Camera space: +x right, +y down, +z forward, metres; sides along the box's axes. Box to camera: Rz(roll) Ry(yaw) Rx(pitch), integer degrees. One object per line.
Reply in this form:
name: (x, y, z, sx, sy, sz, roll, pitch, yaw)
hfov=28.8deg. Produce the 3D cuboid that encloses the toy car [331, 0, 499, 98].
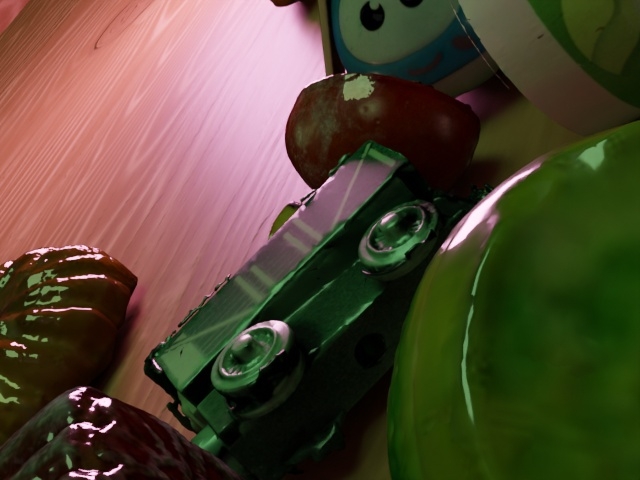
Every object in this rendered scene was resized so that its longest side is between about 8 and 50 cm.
toy car: (0.093, -0.229, 1.083, 0.189, 0.190, 0.255, -25, 31, 33)

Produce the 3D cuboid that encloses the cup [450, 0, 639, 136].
cup: (0.236, -0.214, 0.794, 0.274, 0.253, 0.253, -33, 25, 35)

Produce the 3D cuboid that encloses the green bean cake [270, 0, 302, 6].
green bean cake: (0.002, -0.421, 1.618, 0.236, 0.124, 0.233, -38, 23, 10)

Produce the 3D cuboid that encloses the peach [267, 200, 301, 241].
peach: (0.000, 0.000, 1.007, 0.083, 0.050, 0.077, -34, 47, 40)

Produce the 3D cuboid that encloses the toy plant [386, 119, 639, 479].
toy plant: (0.105, 0.103, 0.469, 0.316, 0.185, 0.224, 100, 168, -66)

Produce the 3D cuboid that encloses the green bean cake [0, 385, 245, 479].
green bean cake: (-0.053, 0.181, 0.568, 0.097, 0.233, 0.198, -43, 20, 8)

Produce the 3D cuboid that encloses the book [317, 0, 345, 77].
book: (0.011, -0.176, 1.151, 0.012, 0.172, 0.118, -3, 27, 6)

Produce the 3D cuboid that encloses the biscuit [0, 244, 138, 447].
biscuit: (-0.327, 0.126, 1.243, 0.326, 0.107, 0.325, -37, 24, 20)

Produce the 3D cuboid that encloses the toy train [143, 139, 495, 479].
toy train: (0.007, 0.049, 0.840, 0.269, 0.115, 0.154, -45, 29, -4)

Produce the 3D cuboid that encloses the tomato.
tomato: (0.041, -0.061, 0.967, 0.159, 0.139, 0.091, -8, 64, 58)
